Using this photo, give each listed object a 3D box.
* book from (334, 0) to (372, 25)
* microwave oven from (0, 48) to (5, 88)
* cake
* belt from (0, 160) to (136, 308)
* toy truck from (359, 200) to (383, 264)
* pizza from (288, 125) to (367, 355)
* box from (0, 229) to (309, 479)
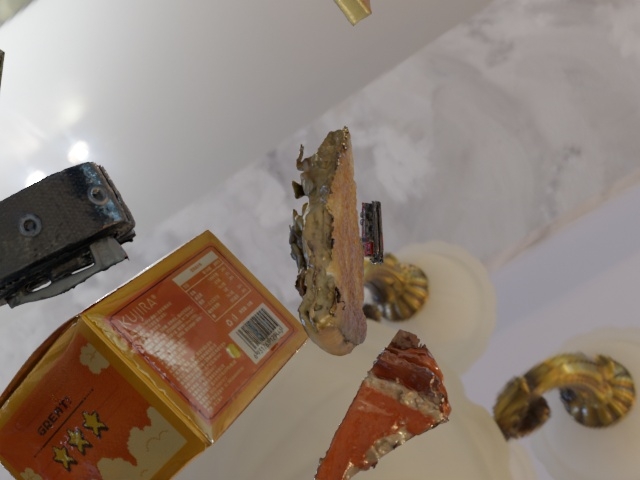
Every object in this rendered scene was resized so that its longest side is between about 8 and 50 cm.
[{"bbox_3d":[-0.071,-0.396,0.847,0.028,0.374,0.263,-28,-142,23],"label":"book"},{"bbox_3d":[-0.490,-0.171,1.072,0.163,0.205,0.129,34,-54,17],"label":"microwave oven"},{"bbox_3d":[0.075,0.269,1.314,0.287,0.135,0.098,-54,-173,15],"label":"cake"},{"bbox_3d":[-0.333,0.006,1.141,0.218,0.122,0.129,-27,-96,-10],"label":"belt"},{"bbox_3d":[0.068,-0.009,1.216,0.032,0.024,0.083,-13,-105,56],"label":"toy truck"},{"bbox_3d":[0.000,0.000,0.886,0.069,0.147,0.226,-5,-91,14],"label":"pizza"},{"bbox_3d":[-0.208,0.170,1.141,0.214,0.283,0.259,47,-61,2],"label":"box"}]
